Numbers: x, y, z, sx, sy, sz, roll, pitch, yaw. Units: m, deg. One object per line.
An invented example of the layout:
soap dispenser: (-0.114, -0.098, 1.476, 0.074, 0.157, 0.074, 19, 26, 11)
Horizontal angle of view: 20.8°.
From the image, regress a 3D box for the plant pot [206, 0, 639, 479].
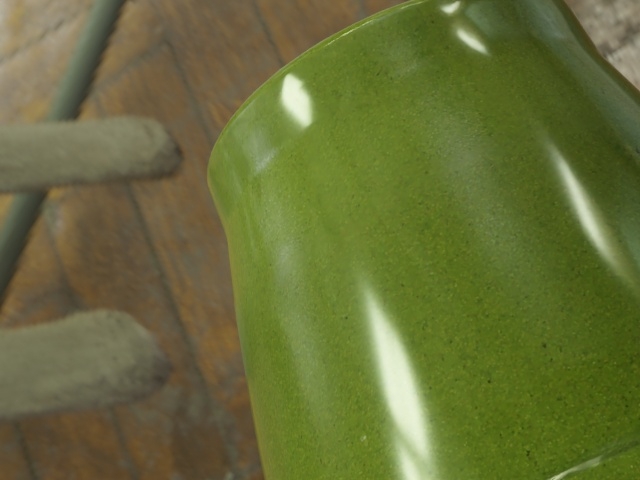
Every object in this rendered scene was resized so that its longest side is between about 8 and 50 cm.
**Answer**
plant pot: (0.106, 0.064, 0.964, 0.366, 0.366, 0.353, -30, 69, 11)
